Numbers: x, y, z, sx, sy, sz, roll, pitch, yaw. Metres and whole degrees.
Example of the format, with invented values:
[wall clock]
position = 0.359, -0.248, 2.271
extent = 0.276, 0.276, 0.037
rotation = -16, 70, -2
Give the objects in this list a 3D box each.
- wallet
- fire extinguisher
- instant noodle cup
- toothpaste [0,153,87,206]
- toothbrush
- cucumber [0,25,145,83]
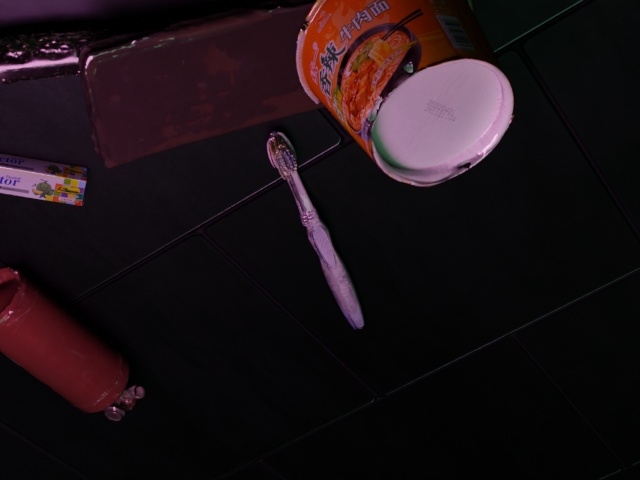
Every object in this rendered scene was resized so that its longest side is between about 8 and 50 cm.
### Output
[wallet]
position = -0.125, -0.193, 1.294
extent = 0.309, 0.042, 0.165
rotation = -17, 131, -15
[fire extinguisher]
position = -0.382, 0.176, 1.612
extent = 0.147, 0.106, 0.337
rotation = -8, 139, 34
[instant noodle cup]
position = 0.107, -0.185, 1.262
extent = 0.230, 0.182, 0.230
rotation = -14, 135, -14
[toothpaste]
position = -0.383, -0.081, 1.407
extent = 0.164, 0.034, 0.046
rotation = 9, 127, -17
[toothbrush]
position = 0.000, 0.000, 1.546
extent = 0.035, 0.042, 0.413
rotation = -18, 135, 7
[cucumber]
position = -0.296, -0.219, 1.276
extent = 0.245, 0.067, 0.067
rotation = -9, 134, -4
